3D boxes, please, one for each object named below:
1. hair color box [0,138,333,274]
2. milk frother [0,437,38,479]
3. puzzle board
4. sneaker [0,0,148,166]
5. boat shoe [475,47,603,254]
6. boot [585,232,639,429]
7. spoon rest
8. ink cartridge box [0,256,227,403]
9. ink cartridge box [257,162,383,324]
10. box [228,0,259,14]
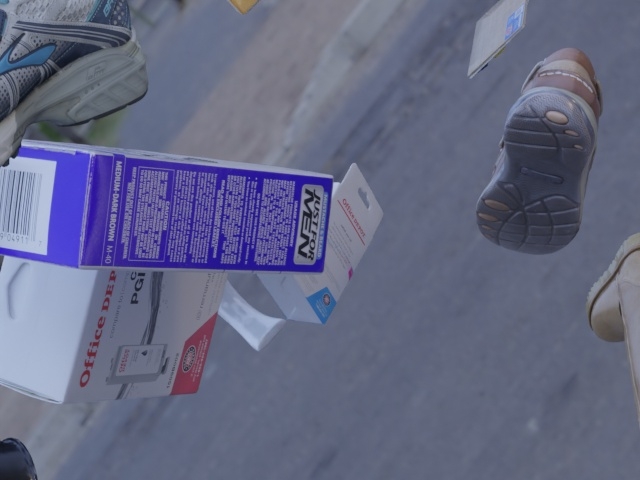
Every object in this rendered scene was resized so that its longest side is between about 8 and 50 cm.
[{"bbox_3d":[-0.162,-0.031,1.552,0.185,0.338,0.110,9,92,37],"label":"hair color box"},{"bbox_3d":[-0.301,0.179,1.231,0.143,0.134,0.129,-35,62,48],"label":"milk frother"},{"bbox_3d":[0.215,-0.254,1.975,0.096,0.011,0.128,-42,20,34],"label":"puzzle board"},{"bbox_3d":[-0.225,-0.117,1.052,0.110,0.122,0.283,7,27,29],"label":"sneaker"},{"bbox_3d":[0.255,-0.093,1.864,0.324,0.123,0.116,104,-173,-60],"label":"boat shoe"},{"bbox_3d":[0.426,0.157,2.214,0.236,0.089,0.270,95,173,-54],"label":"boot"},{"bbox_3d":[-0.164,0.030,2.179,0.137,0.276,0.084,-45,14,-15],"label":"spoon rest"},{"bbox_3d":[-0.227,0.066,1.833,0.283,0.117,0.207,4,-78,-65],"label":"ink cartridge box"},{"bbox_3d":[0.000,0.000,2.050,0.061,0.104,0.181,5,51,36],"label":"ink cartridge box"},{"bbox_3d":[-0.110,-0.433,1.675,0.215,0.345,0.168,-42,9,15],"label":"box"}]
